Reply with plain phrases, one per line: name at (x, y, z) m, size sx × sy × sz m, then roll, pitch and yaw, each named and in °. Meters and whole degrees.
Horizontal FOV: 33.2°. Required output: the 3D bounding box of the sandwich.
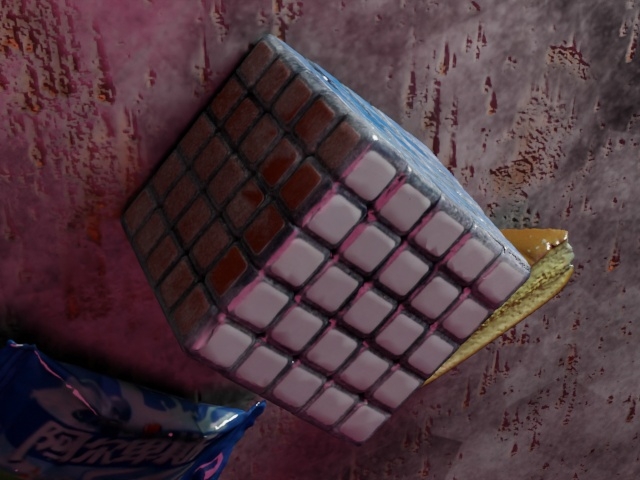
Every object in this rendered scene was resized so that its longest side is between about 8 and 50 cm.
sandwich at (0.155, 0.068, 1.171) m, size 0.258 × 0.096 × 0.094 m, roll -34°, pitch 135°, yaw -2°

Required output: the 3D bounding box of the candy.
candy at (-0.223, 0.199, 1.096) m, size 0.331 × 0.077 × 0.187 m, roll 25°, pitch 110°, yaw -37°

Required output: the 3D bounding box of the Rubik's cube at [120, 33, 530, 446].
Rubik's cube at (0.000, 0.000, 0.961) m, size 0.237 × 0.237 × 0.238 m, roll 33°, pitch 104°, yaw -36°
